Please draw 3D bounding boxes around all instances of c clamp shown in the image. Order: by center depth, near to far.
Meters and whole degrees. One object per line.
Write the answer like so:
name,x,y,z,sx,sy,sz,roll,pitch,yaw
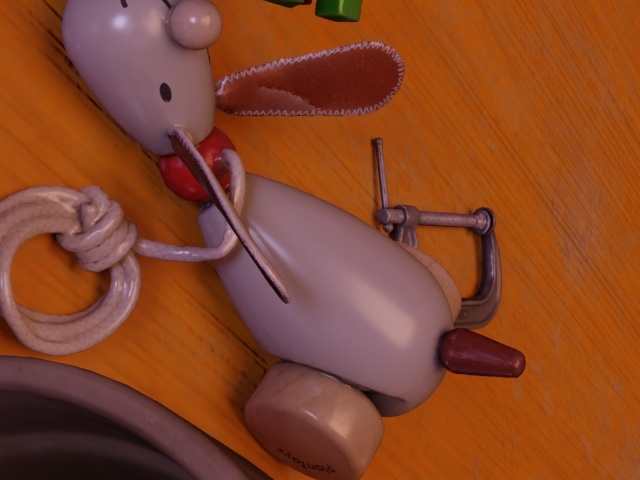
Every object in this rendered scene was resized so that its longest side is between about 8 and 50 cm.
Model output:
c clamp,0.095,0.003,0.825,0.160,0.022,0.137,10,78,-48

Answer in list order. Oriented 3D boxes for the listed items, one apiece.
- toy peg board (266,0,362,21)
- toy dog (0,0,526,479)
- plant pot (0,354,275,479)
toy peg board,-0.060,-0.165,0.562,0.161,0.160,0.079,6,93,-49
toy dog,0.000,0.000,0.606,0.333,0.161,0.220,36,60,-42
plant pot,-0.076,0.240,0.416,0.280,0.323,0.323,46,52,-57
